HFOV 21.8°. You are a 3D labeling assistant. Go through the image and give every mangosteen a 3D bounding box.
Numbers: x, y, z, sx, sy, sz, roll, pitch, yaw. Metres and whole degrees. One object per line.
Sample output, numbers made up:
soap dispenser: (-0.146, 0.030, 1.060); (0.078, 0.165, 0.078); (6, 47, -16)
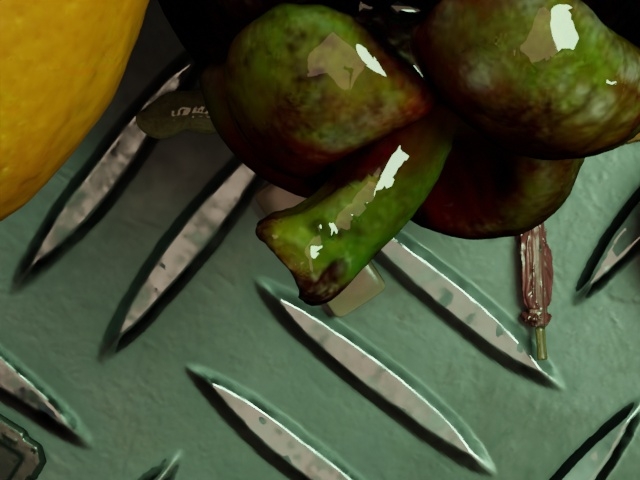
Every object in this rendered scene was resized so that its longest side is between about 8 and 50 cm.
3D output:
mangosteen: (0.060, -0.183, 1.018); (0.382, 0.435, 0.382); (9, 141, 7)

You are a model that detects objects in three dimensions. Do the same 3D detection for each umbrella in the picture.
umbrella: (0.159, 0.007, 1.239); (0.027, 0.025, 0.165); (-2, 95, 19)

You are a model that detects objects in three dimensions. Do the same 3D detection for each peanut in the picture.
peanut: (-0.095, -0.095, 1.220); (0.083, 0.037, 0.037); (-7, 97, 5)

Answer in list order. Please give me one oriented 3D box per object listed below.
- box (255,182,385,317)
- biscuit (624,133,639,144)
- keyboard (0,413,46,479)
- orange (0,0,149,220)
box: (0.000, 0.000, 1.236); (0.048, 0.025, 0.115); (-33, 96, 2)
biscuit: (0.263, -0.176, 1.213); (0.186, 0.036, 0.192); (-13, 98, -1)
keyboard: (-0.338, 0.130, 1.253); (0.262, 0.016, 0.106); (33, 95, -4)
orange: (-0.297, -0.192, 0.932); (0.424, 0.326, 0.424); (-2, 87, 30)
